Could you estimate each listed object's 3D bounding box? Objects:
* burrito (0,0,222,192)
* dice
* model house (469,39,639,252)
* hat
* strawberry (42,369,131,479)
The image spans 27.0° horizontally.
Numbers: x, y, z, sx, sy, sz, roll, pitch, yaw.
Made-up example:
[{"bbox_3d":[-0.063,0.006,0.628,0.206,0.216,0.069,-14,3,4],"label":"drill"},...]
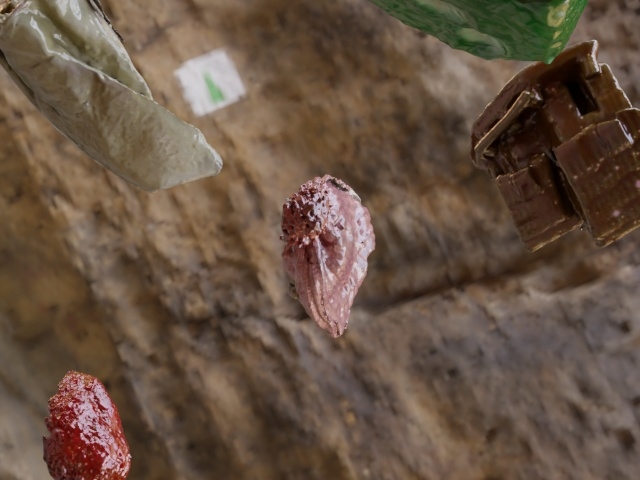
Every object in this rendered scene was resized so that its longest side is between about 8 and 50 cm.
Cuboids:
[{"bbox_3d":[-0.273,-0.182,1.631,0.332,0.135,0.190,52,-21,-21],"label":"burrito"},{"bbox_3d":[0.089,-0.175,0.696,0.128,0.131,0.120,21,-7,11],"label":"dice"},{"bbox_3d":[0.315,-0.093,1.679,0.229,0.199,0.219,63,4,28],"label":"model house"},{"bbox_3d":[0.000,0.000,1.997,0.286,0.107,0.236,50,42,-63],"label":"hat"},{"bbox_3d":[-0.293,0.252,1.722,0.146,0.082,0.187,42,34,-66],"label":"strawberry"}]
